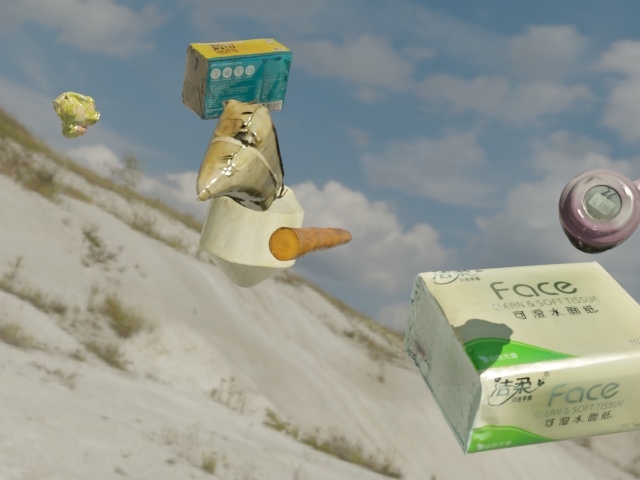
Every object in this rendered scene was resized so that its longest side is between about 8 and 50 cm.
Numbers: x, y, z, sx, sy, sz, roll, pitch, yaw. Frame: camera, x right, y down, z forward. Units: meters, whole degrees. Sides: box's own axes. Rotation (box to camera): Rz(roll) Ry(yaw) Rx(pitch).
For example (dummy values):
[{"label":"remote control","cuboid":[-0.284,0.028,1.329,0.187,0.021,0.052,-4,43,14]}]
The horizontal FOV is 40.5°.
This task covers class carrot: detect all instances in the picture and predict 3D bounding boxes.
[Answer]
[{"label":"carrot","cuboid":[0.000,0.000,1.457,0.057,0.057,0.224,8,7,31]}]

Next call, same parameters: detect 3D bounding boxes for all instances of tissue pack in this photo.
[{"label":"tissue pack","cuboid":[-0.145,-0.282,1.500,0.169,0.119,0.082,-13,42,-33]},{"label":"tissue pack","cuboid":[0.401,0.203,1.620,0.405,0.205,0.331,-3,31,-16]}]

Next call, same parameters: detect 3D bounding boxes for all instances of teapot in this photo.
[{"label":"teapot","cuboid":[0.421,-0.046,1.298,0.116,0.148,0.146,33,-8,18]}]

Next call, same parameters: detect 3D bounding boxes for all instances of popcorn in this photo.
[{"label":"popcorn","cuboid":[-0.536,-0.279,1.891,0.097,0.089,0.109,52,-22,21]}]

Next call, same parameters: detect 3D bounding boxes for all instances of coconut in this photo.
[{"label":"coconut","cuboid":[-0.140,-0.014,1.760,0.202,0.221,0.202,14,11,-3]}]

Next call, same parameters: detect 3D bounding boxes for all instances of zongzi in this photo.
[{"label":"zongzi","cuboid":[-0.125,-0.083,1.280,0.099,0.197,0.194,10,-35,17]}]
